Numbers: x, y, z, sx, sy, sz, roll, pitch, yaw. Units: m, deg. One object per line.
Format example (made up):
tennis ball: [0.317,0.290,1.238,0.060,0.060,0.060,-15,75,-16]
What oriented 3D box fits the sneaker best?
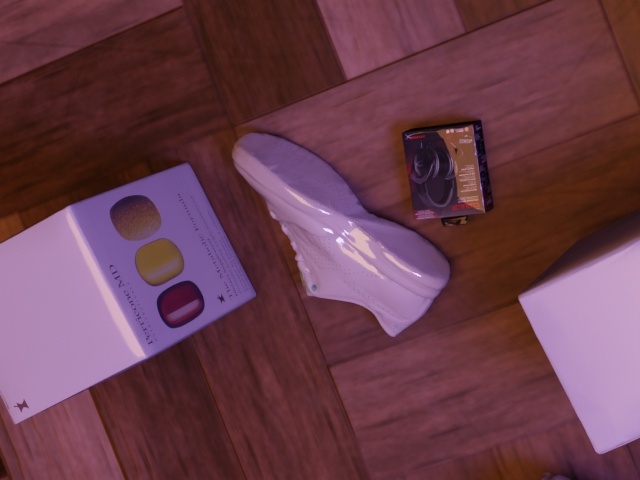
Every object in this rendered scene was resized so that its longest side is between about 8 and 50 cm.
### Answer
sneaker: [0.000,0.000,1.660,0.212,0.080,0.094,39,121,7]

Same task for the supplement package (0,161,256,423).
supplement package: [-0.176,0.038,1.630,0.134,0.244,0.139,-27,91,21]

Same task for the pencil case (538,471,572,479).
pencil case: [0.326,0.344,1.565,0.410,0.160,0.183,23,90,13]

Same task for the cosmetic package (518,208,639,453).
cosmetic package: [0.293,0.031,1.484,0.225,0.224,0.138,-29,90,21]

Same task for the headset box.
headset box: [0.105,-0.053,1.633,0.062,0.032,0.083,-5,97,19]
